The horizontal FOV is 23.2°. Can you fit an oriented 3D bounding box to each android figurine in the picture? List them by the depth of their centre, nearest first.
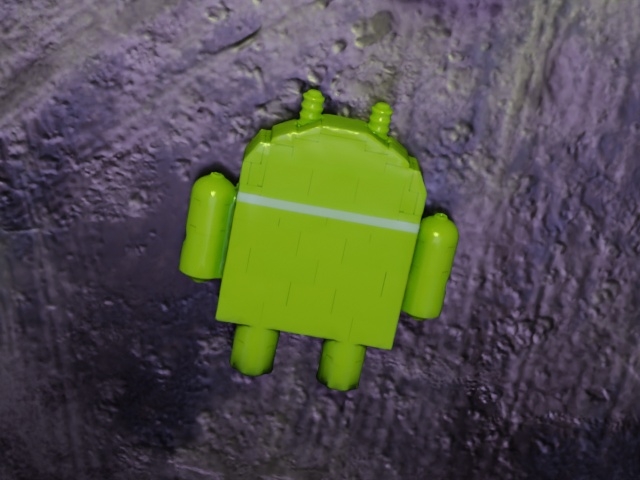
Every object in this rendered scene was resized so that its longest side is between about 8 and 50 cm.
[{"bbox_3d":[0.000,0.000,1.410,0.248,0.056,0.273,9,109,-3],"label":"android figurine"}]
